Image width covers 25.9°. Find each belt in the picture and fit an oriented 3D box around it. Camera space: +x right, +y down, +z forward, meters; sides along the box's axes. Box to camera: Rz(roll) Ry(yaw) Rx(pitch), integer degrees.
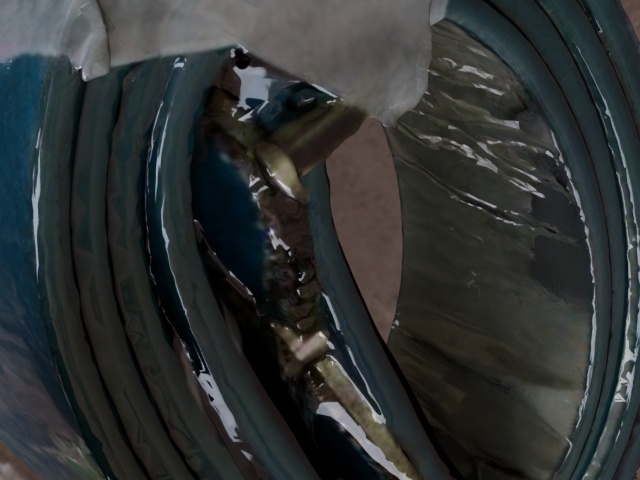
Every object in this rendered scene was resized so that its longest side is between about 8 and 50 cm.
[{"bbox_3d":[0.000,0.001,0.606,0.173,0.300,0.436,24,155,41],"label":"belt"}]
